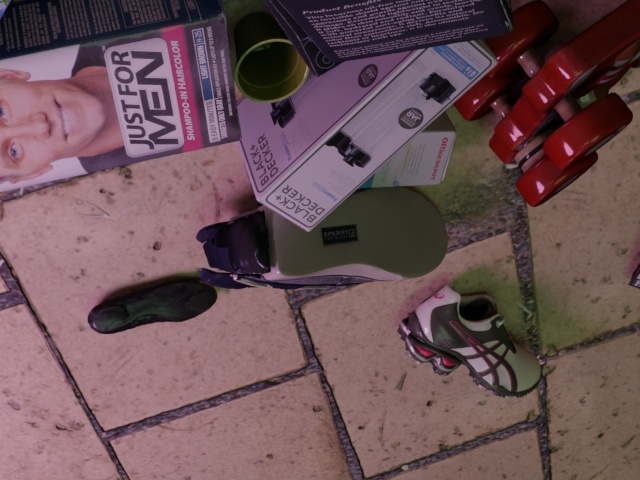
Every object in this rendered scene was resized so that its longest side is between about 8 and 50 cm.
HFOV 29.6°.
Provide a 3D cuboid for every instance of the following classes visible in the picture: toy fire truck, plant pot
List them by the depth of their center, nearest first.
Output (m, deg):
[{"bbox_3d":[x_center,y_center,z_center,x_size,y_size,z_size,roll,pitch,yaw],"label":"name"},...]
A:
[{"bbox_3d":[-0.061,-0.207,1.325,0.083,0.079,0.083,-10,135,-11],"label":"plant pot"},{"bbox_3d":[0.308,-0.191,1.397,0.254,0.169,0.302,-33,169,-13],"label":"toy fire truck"}]

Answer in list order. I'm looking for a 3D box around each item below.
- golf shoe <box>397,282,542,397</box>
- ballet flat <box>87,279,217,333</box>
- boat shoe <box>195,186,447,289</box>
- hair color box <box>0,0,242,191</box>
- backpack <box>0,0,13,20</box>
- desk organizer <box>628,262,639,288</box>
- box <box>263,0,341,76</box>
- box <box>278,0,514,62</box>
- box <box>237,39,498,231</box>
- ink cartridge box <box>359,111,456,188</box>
[{"bbox_3d":[0.246,0.151,1.780,0.272,0.105,0.120,21,116,-35],"label":"golf shoe"},{"bbox_3d":[-0.221,0.083,1.588,0.173,0.049,0.058,-11,103,-16],"label":"ballet flat"},{"bbox_3d":[0.000,0.000,1.546,0.340,0.127,0.158,2,172,-43],"label":"boat shoe"},{"bbox_3d":[-0.268,-0.161,1.276,0.347,0.105,0.174,-13,136,-7],"label":"hair color box"},{"bbox_3d":[-0.331,-0.258,1.150,0.084,0.114,0.105,16,126,-33],"label":"backpack"},{"bbox_3d":[0.500,0.022,1.781,0.047,0.050,0.130,20,148,5],"label":"desk organizer"},{"bbox_3d":[0.048,-0.315,1.216,0.247,0.142,0.163,-30,135,8],"label":"box"},{"bbox_3d":[0.039,-0.331,0.965,0.182,0.296,0.294,-8,171,12],"label":"box"},{"bbox_3d":[0.038,-0.167,1.339,0.290,0.169,0.087,-41,133,21],"label":"box"},{"bbox_3d":[0.096,-0.114,1.495,0.122,0.052,0.088,-2,134,-17],"label":"ink cartridge box"}]
